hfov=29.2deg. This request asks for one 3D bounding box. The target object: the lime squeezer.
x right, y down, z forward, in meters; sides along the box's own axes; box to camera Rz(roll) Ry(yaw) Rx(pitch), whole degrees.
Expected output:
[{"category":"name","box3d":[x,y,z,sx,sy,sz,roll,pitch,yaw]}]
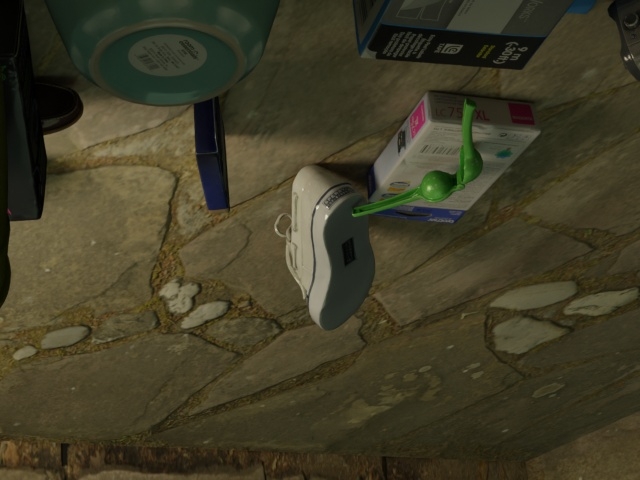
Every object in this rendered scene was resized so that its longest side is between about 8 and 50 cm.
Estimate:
[{"category":"lime squeezer","box3d":[0.174,-0.099,1.852,0.110,0.058,0.310,3,150,-35]}]

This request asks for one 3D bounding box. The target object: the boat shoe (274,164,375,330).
[{"category":"boat shoe","box3d":[-0.007,0.004,2.093,0.136,0.156,0.367,-35,149,-19]}]

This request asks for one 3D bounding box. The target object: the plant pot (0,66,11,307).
[{"category":"plant pot","box3d":[-0.480,-0.126,1.277,0.367,0.366,0.353,5,121,-23]}]

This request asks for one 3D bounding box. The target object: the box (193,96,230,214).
[{"category":"box","box3d":[-0.156,-0.147,1.732,0.037,0.136,0.225,-4,155,-2]}]

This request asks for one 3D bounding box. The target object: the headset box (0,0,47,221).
[{"category":"headset box","box3d":[-0.483,-0.166,1.538,0.246,0.131,0.283,-2,134,-7]}]

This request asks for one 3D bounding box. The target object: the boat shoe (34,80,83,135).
[{"category":"boat shoe","box3d":[-0.429,-0.184,1.665,0.207,0.073,0.073,-5,158,-3]}]

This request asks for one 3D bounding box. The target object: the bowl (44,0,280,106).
[{"category":"bowl","box3d":[-0.181,-0.268,1.431,0.312,0.163,0.311,-5,157,-2]}]

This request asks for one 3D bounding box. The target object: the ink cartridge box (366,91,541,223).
[{"category":"ink cartridge box","box3d":[0.194,-0.124,1.949,0.186,0.065,0.311,4,151,-19]}]

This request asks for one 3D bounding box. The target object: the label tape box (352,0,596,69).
[{"category":"label tape box","box3d":[0.234,-0.314,1.488,0.334,0.105,0.240,2,155,-16]}]

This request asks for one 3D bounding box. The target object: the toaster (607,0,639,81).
[{"category":"toaster","box3d":[0.494,-0.265,1.629,0.146,0.129,0.227,-24,149,30]}]
